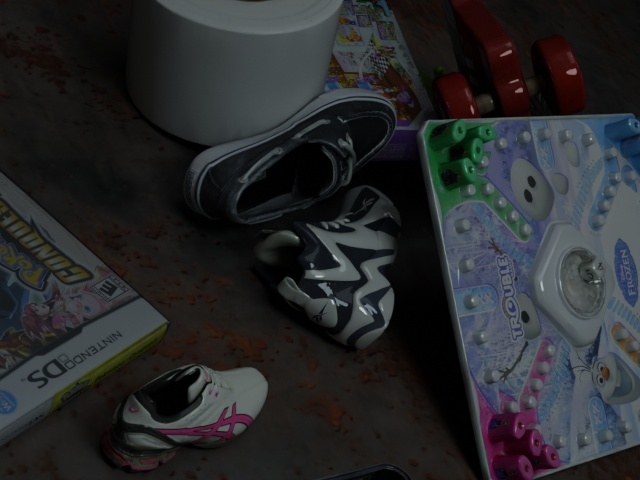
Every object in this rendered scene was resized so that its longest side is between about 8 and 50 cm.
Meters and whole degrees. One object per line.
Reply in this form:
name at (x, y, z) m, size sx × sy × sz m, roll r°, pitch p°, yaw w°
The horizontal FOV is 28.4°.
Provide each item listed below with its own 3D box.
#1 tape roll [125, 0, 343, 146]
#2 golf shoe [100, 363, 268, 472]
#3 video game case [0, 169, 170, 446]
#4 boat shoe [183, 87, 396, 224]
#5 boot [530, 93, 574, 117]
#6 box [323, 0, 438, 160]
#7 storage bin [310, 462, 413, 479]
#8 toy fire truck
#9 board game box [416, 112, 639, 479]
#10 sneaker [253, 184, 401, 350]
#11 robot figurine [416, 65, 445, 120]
tape roll at (-0.104, -0.248, 1.493) m, size 0.246 × 0.169 × 0.246 m, roll 7°, pitch 44°, yaw -7°
golf shoe at (-0.107, 0.147, 1.138) m, size 0.067 × 0.086 × 0.186 m, roll 46°, pitch 36°, yaw 21°
video game case at (-0.311, 0.044, 1.150) m, size 0.275 × 0.035 × 0.248 m, roll 41°, pitch 36°, yaw 12°
boat shoe at (-0.008, -0.092, 1.429) m, size 0.301 × 0.108 × 0.102 m, roll -22°, pitch 32°, yaw -37°
boot at (0.371, -0.129, 1.795) m, size 0.208 × 0.076 × 0.189 m, roll 25°, pitch 21°, yaw -46°
box at (0.023, -0.218, 1.660) m, size 0.201 × 0.057 × 0.293 m, roll 0°, pitch 44°, yaw -16°
storage bin at (0.051, 0.290, 1.069) m, size 0.122 × 0.084 × 0.180 m, roll -6°, pitch 47°, yaw -36°
toy fire truck at (0.236, -0.170, 1.640) m, size 0.169 × 0.302 × 0.254 m, roll -20°, pitch 36°, yaw 2°
board game box at (0.293, 0.047, 1.412) m, size 0.390 × 0.050 × 0.389 m, roll -6°, pitch 84°, yaw -41°
sneaker at (0.000, 0.000, 1.386) m, size 0.153 × 0.094 × 0.235 m, roll 28°, pitch 44°, yaw -21°
robot figurine at (0.140, -0.195, 1.752) m, size 0.115 × 0.067 × 0.101 m, roll 36°, pitch 58°, yaw 8°
